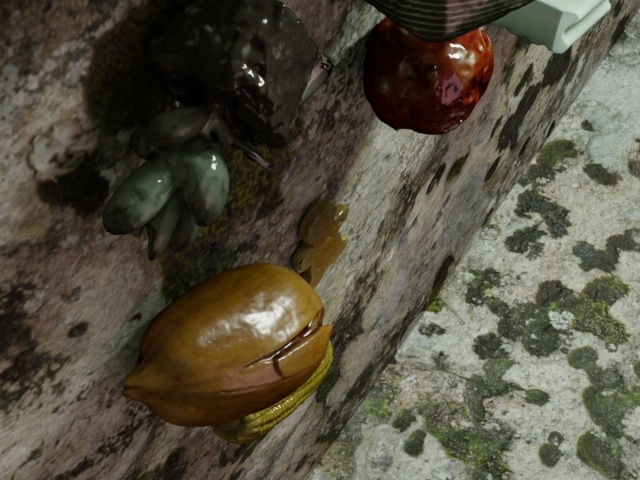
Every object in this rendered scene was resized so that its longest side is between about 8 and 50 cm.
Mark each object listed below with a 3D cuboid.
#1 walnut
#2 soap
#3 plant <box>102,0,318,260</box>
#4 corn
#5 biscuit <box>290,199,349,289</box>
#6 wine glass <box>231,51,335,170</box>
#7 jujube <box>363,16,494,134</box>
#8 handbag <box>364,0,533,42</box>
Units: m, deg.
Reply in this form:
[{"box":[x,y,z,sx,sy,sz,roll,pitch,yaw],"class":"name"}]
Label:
[{"box":[-0.132,0.150,1.077,0.336,0.209,0.208,-18,138,-43],"class":"walnut"},{"box":[0.500,-0.509,1.639,0.289,0.173,0.095,-40,154,-41],"class":"soap"},{"box":[-0.122,-0.114,0.764,0.146,0.149,0.274,27,92,-55],"class":"plant"},{"box":[-0.082,0.270,1.486,0.344,0.131,0.131,-30,146,-56],"class":"corn"},{"box":[0.000,0.000,1.410,0.153,0.030,0.234,-53,160,-16],"class":"biscuit"},{"box":[-0.050,-0.168,0.964,0.155,0.072,0.072,-57,161,0],"class":"wine glass"},{"box":[0.159,-0.260,1.171,0.197,0.197,0.290,-66,174,23],"class":"jujube"},{"box":[0.163,-0.400,0.846,0.341,0.247,0.240,-31,149,-29],"class":"handbag"}]
